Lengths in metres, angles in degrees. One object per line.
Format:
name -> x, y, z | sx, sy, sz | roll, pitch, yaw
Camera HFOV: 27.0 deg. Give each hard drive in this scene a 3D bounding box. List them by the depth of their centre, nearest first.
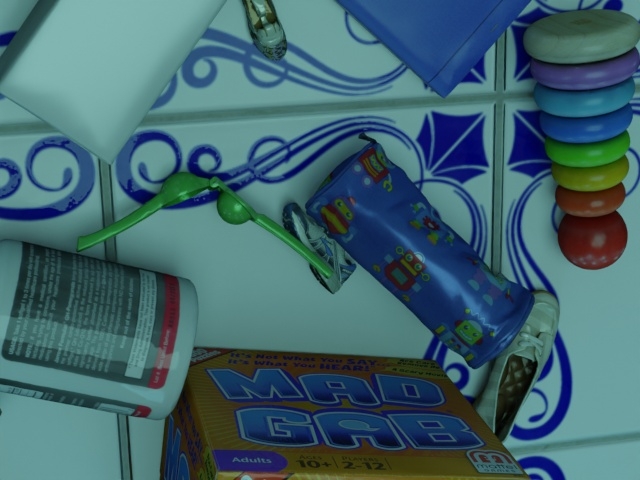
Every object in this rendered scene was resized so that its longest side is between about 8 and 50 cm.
hard drive -> 0.103, -0.351, 1.587 | 0.319, 0.040, 0.210 | 39, 95, -21

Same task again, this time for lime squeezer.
lime squeezer -> -0.130, -0.026, 1.607 | 0.310, 0.059, 0.110 | 7, 65, -11

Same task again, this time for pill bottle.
pill bottle -> -0.317, 0.097, 1.559 | 0.318, 0.176, 0.176 | 14, 104, -17

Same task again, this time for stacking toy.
stacking toy -> 0.338, -0.114, 1.673 | 0.141, 0.141, 0.330 | -13, 113, -9

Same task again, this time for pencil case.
pencil case -> 0.122, 0.015, 1.624 | 0.306, 0.133, 0.119 | 44, 123, 0

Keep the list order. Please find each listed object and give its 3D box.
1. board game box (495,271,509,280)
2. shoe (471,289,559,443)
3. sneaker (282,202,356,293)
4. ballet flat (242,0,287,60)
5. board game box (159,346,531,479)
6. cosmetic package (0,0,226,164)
board game box -> 0.219, 0.090, 1.726 | 0.090, 0.090, 0.020 | -40, 114, 2
shoe -> 0.266, 0.171, 1.779 | 0.076, 0.058, 0.219 | 19, 102, -18
sneaker -> 0.000, 0.000, 1.675 | 0.058, 0.052, 0.135 | -37, 119, -10
ballet flat -> -0.068, -0.263, 1.577 | 0.041, 0.041, 0.114 | -23, 111, -5
board game box -> -0.001, 0.365, 1.619 | 0.356, 0.356, 0.356 | 4, 106, -15
cosmetic package -> -0.194, -0.287, 1.457 | 0.155, 0.197, 0.365 | 32, 99, -20
